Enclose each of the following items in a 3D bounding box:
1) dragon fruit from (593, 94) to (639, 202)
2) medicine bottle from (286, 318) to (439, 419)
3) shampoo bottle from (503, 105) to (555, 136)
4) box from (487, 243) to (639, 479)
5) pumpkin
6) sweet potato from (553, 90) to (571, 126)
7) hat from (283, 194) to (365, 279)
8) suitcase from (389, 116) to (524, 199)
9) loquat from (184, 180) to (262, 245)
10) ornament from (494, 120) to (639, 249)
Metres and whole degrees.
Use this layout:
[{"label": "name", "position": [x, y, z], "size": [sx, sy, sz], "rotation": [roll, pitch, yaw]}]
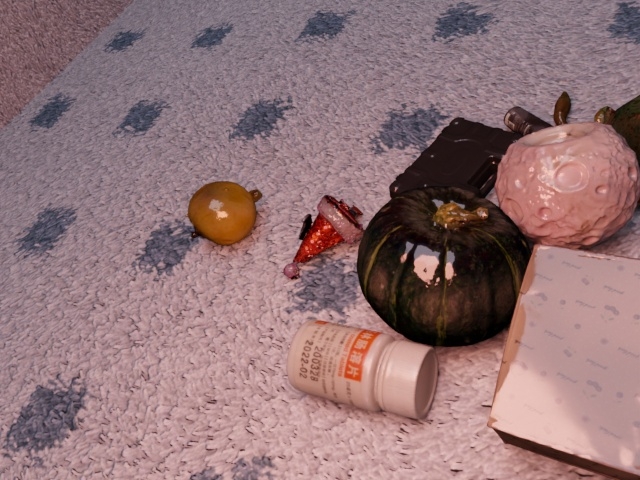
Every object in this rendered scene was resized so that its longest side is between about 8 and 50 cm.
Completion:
[{"label": "dragon fruit", "position": [0.697, -0.197, 1.164], "size": [0.268, 0.130, 0.295], "rotation": [12, 57, 37]}, {"label": "medicine bottle", "position": [0.076, 0.232, 1.038], "size": [0.252, 0.144, 0.144], "rotation": [11, 56, 28]}, {"label": "shampoo bottle", "position": [0.506, -0.239, 1.322], "size": [0.063, 0.057, 0.207], "rotation": [-30, 46, -4]}, {"label": "box", "position": [0.407, 0.189, 0.866], "size": [0.225, 0.190, 0.297], "rotation": [10, 67, 31]}, {"label": "pumpkin", "position": [0.225, 0.044, 1.067], "size": [0.323, 0.241, 0.323], "rotation": [-5, 37, 3]}, {"label": "sweet potato", "position": [0.577, -0.304, 1.363], "size": [0.041, 0.038, 0.153], "rotation": [-20, 43, 38]}, {"label": "hat", "position": [-0.002, -0.002, 1.317], "size": [0.227, 0.129, 0.140], "rotation": [-45, 5, 4]}, {"label": "suitcase", "position": [0.318, -0.163, 1.330], "size": [0.206, 0.066, 0.285], "rotation": [28, 66, 39]}, {"label": "loquat", "position": [-0.236, -0.072, 1.430], "size": [0.204, 0.149, 0.172], "rotation": [-29, 41, -19]}, {"label": "ornament", "position": [0.466, -0.096, 1.091], "size": [0.259, 0.225, 0.259], "rotation": [-17, 18, 6]}]
